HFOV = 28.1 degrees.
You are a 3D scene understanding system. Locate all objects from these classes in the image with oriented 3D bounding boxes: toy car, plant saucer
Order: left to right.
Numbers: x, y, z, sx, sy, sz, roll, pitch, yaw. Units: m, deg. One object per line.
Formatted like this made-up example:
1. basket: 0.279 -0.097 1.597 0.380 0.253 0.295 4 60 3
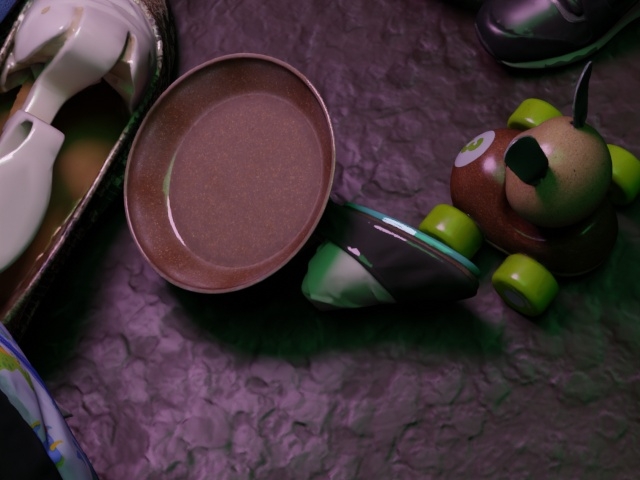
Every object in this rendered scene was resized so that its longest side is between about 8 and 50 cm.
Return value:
1. plant saucer: -0.068 -0.052 1.032 0.199 0.036 0.198 -8 74 27
2. toy car: 0.169 -0.058 0.998 0.149 0.188 0.155 35 73 20

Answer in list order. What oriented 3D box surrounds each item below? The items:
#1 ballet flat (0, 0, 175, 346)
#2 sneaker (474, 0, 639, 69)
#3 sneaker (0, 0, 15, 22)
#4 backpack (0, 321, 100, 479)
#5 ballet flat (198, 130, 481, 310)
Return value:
1. ballet flat: -0.231 -0.077 1.059 0.164 0.182 0.482 27 68 -11
2. sneaker: 0.263 -0.253 1.115 0.283 0.124 0.107 -24 64 -4
3. sneaker: -0.312 -0.132 1.005 0.147 0.129 0.330 21 70 32
4. backpack: -0.279 0.188 0.854 0.290 0.355 0.273 -21 40 -5
5. ballet flat: 0.000 0.000 1.054 0.280 0.095 0.096 32 82 31
